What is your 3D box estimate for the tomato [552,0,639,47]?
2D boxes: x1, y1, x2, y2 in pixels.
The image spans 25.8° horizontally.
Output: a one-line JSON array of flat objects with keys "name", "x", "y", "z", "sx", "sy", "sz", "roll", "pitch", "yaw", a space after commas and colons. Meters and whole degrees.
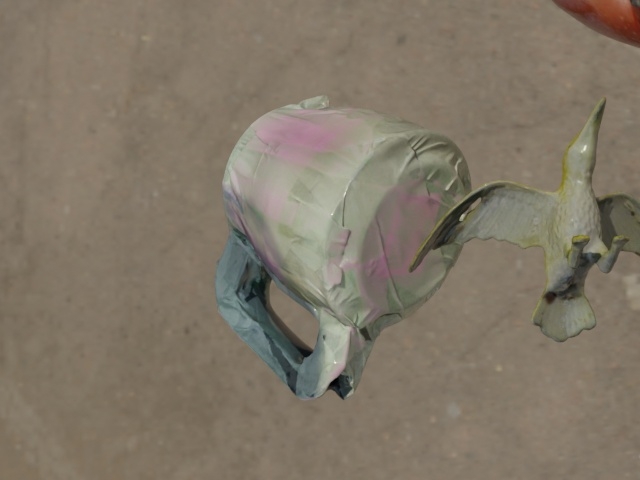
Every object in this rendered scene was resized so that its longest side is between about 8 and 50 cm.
[{"name": "tomato", "x": 0.234, "y": -0.242, "z": 0.828, "sx": 0.270, "sy": 0.227, "sz": 0.270, "roll": 43, "pitch": 162, "yaw": 18}]

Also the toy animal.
[{"name": "toy animal", "x": 0.187, "y": -0.015, "z": 0.972, "sx": 0.095, "sy": 0.219, "sz": 0.155, "roll": -100, "pitch": 21, "yaw": -53}]

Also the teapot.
[{"name": "teapot", "x": 0.011, "y": -0.006, "z": 1.118, "sx": 0.178, "sy": 0.163, "sz": 0.221, "roll": 28, "pitch": 126, "yaw": 41}]
